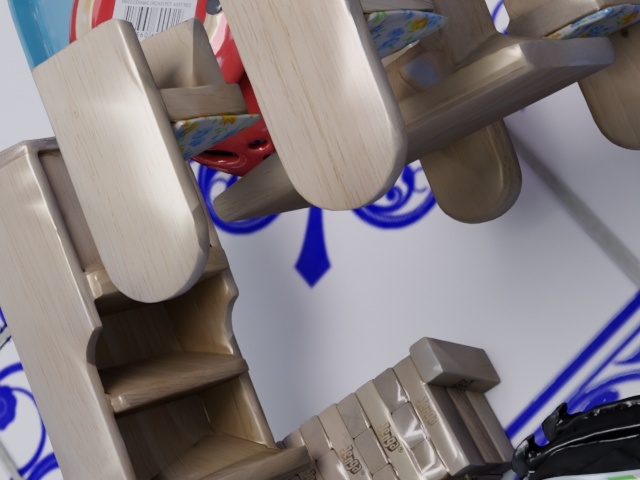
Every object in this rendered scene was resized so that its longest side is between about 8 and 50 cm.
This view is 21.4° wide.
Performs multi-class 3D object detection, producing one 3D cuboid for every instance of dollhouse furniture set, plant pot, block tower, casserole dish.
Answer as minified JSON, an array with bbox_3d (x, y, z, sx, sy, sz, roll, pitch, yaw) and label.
[{"bbox_3d":[0.000,0.000,1.019,0.394,0.362,0.257,-25,83,33],"label":"dollhouse furniture set"},{"bbox_3d":[-0.079,-0.155,1.277,0.191,0.174,0.191,-7,76,29],"label":"plant pot"},{"bbox_3d":[-0.012,0.200,1.221,0.335,0.091,0.097,-38,65,21],"label":"block tower"},{"bbox_3d":[-0.201,-0.186,1.435,0.114,0.037,0.188,-32,67,23],"label":"casserole dish"}]

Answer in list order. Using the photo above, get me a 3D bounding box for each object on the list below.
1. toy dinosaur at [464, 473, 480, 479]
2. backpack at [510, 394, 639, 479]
[{"bbox_3d":[0.031,0.224,1.051,0.160,0.313,0.121,-45,65,23],"label":"toy dinosaur"},{"bbox_3d":[0.265,0.159,0.983,0.253,0.225,0.191,-21,87,20],"label":"backpack"}]
